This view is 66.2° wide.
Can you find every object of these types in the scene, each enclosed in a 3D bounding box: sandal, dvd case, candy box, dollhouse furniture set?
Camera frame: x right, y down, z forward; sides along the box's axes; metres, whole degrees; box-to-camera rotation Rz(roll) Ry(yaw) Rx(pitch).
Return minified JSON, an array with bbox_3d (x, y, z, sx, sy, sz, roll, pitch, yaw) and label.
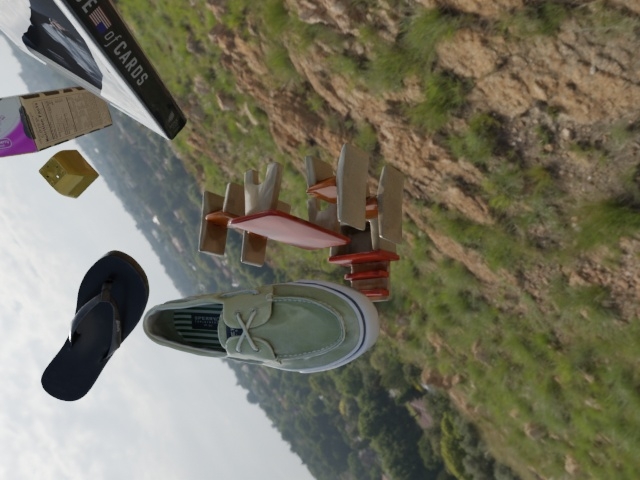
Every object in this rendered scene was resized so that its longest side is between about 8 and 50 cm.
[{"bbox_3d":[-0.327,0.136,0.719,0.097,0.254,0.054,25,-169,-15],"label":"sandal"},{"bbox_3d":[-0.197,-0.170,0.310,0.179,0.029,0.238,32,169,13],"label":"dvd case"},{"bbox_3d":[-0.416,-0.165,0.682,0.233,0.159,0.071,-88,-10,-69],"label":"candy box"},{"bbox_3d":[0.000,0.000,0.671,0.262,0.135,0.259,-10,160,40],"label":"dollhouse furniture set"}]

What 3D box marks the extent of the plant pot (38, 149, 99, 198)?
[{"bbox_3d":[-0.550,-0.144,1.056,0.081,0.081,0.083,48,-172,1],"label":"plant pot"}]

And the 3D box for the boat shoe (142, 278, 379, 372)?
[{"bbox_3d":[-0.081,0.107,0.580,0.302,0.094,0.109,-8,88,30],"label":"boat shoe"}]
